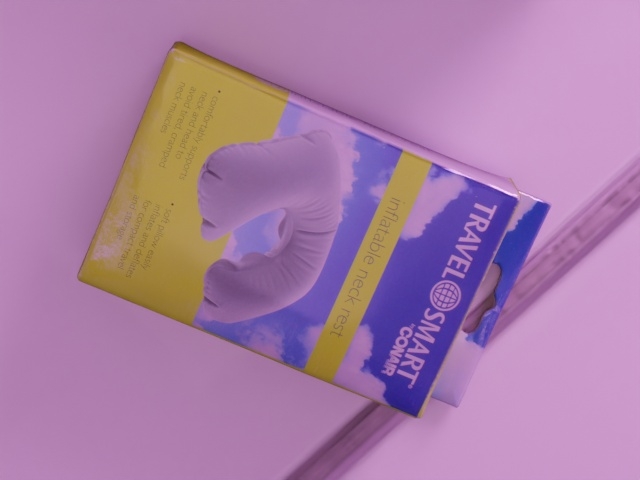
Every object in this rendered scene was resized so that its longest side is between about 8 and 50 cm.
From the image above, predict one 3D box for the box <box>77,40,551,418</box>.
[{"bbox_3d":[0.000,0.000,0.607,0.178,0.042,0.109,22,102,-6],"label":"box"}]
